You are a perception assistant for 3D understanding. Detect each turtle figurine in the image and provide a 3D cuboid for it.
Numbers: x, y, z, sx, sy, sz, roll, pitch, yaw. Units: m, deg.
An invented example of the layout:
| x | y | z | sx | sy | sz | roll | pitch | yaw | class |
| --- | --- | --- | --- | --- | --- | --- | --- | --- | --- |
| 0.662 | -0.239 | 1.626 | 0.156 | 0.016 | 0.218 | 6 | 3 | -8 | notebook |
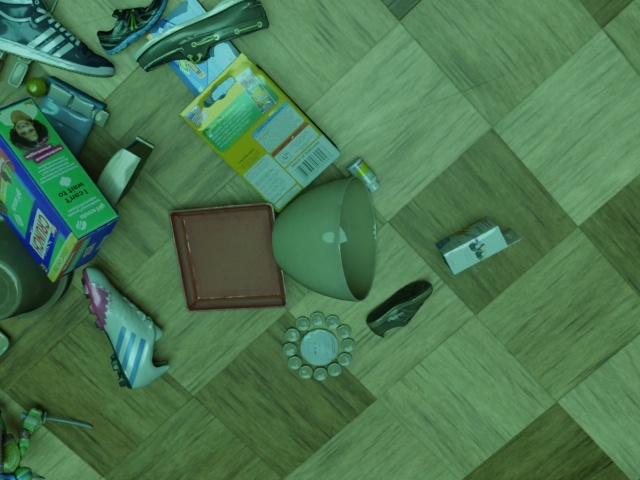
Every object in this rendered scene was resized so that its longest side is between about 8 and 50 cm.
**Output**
| x | y | z | sx | sy | sz | roll | pitch | yaw | class |
| --- | --- | --- | --- | --- | --- | --- | --- | --- | --- |
| -0.783 | 0.495 | 1.995 | 0.266 | 0.275 | 0.198 | 44 | 123 | 8 | turtle figurine |

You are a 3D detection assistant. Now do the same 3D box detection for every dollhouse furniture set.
| x | y | z | sx | sy | sz | roll | pitch | yaw | class |
| --- | --- | --- | --- | --- | --- | --- | --- | --- | --- |
| -0.571 | -0.176 | 1.777 | 0.303 | 0.198 | 0.286 | 30 | 101 | -9 | dollhouse furniture set |

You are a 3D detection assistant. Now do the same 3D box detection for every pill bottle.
| x | y | z | sx | sy | sz | roll | pitch | yaw | class |
| --- | --- | --- | --- | --- | --- | --- | --- | --- | --- |
| 0.104 | -0.153 | 1.889 | 0.043 | 0.043 | 0.083 | -40 | 103 | 8 | pill bottle |

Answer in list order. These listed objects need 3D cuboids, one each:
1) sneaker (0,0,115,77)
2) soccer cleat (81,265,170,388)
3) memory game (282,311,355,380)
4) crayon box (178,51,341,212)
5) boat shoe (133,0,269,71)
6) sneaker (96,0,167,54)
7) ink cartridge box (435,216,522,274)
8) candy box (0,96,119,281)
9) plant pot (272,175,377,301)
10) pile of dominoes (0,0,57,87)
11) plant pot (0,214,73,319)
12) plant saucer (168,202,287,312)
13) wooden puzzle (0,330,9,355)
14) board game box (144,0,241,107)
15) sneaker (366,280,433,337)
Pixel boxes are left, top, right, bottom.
| x | y | z | sx | sy | sz | roll | pitch | yaw | class |
| --- | --- | --- | --- | --- | --- | --- | --- | --- | --- |
| -0.577 | -0.458 | 1.741 | 0.282 | 0.099 | 0.153 | 14 | 100 | -19 | sneaker |
| -0.468 | 0.198 | 1.936 | 0.143 | 0.116 | 0.331 | -22 | 107 | -13 | soccer cleat |
| -0.004 | 0.267 | 2.011 | 0.186 | 0.012 | 0.186 | -1 | 104 | -2 | memory game |
| -0.136 | -0.248 | 1.814 | 0.203 | 0.083 | 0.323 | -42 | 112 | 8 | crayon box |
| -0.259 | -0.440 | 1.739 | 0.305 | 0.109 | 0.091 | -28 | 99 | 0 | boat shoe |
| -0.417 | -0.489 | 1.769 | 0.188 | 0.067 | 0.078 | -35 | 109 | 10 | sneaker |
| 0.377 | 0.002 | 1.910 | 0.181 | 0.104 | 0.061 | -28 | 104 | 4 | ink cartridge box |
| -0.594 | -0.099 | 1.700 | 0.122 | 0.268 | 0.317 | -38 | 90 | -36 | candy box |
| 0.000 | 0.000 | 1.827 | 0.191 | 0.284 | 0.284 | -2 | 106 | 20 | plant pot |
| -0.720 | -0.479 | 1.787 | 0.196 | 0.040 | 0.251 | 25 | 94 | -8 | pile of dominoes |
| -0.719 | 0.077 | 1.822 | 0.263 | 0.229 | 0.263 | -1 | 104 | -3 | plant pot |
| -0.214 | 0.039 | 1.901 | 0.259 | 0.048 | 0.259 | -4 | 105 | 13 | plant saucer |
| -0.914 | 0.243 | 1.956 | 0.221 | 0.044 | 0.238 | -44 | 98 | 9 | wooden puzzle |
| -0.252 | -0.401 | 1.819 | 0.145 | 0.027 | 0.281 | -38 | 103 | 6 | board game box |
| 0.205 | 0.171 | 1.977 | 0.188 | 0.066 | 0.071 | -32 | 120 | 11 | sneaker |
